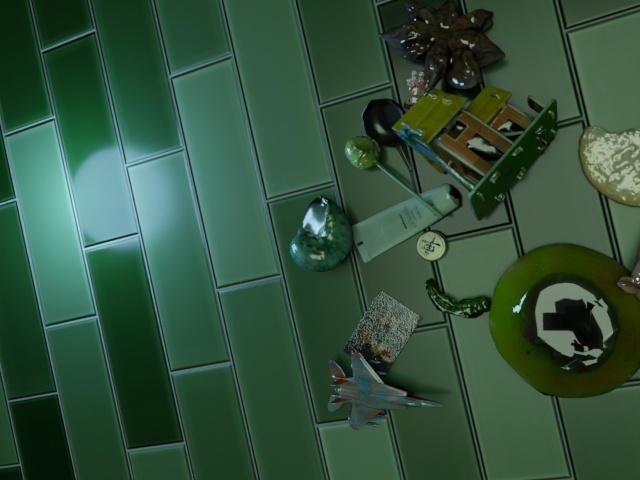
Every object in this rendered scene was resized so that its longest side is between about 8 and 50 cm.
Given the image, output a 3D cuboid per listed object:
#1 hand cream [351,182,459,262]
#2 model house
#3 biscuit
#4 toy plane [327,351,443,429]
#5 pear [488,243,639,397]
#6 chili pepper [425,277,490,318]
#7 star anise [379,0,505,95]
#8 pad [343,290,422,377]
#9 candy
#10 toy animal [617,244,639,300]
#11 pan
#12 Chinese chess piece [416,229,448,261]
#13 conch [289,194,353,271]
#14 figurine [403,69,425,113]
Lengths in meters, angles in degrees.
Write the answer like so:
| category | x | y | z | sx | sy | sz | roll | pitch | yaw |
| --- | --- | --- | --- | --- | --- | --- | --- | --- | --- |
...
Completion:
| category | x | y | z | sx | sy | sz | roll | pitch | yaw |
| --- | --- | --- | --- | --- | --- | --- | --- | --- | --- |
| hand cream | 0.225 | -0.055 | 1.829 | 0.321 | 0.067 | 0.109 | -29 | 84 | 23 |
| model house | 0.343 | -0.285 | 1.624 | 0.324 | 0.340 | 0.300 | 41 | 91 | 26 |
| biscuit | 0.743 | -0.188 | 1.642 | 0.265 | 0.040 | 0.188 | 41 | 107 | 14 |
| toy plane | 0.171 | 0.417 | 1.842 | 0.327 | 0.104 | 0.222 | 4 | 97 | 16 |
| pear | 0.602 | 0.203 | 1.629 | 0.399 | 0.165 | 0.398 | 1 | 93 | 16 |
| chili pepper | 0.356 | 0.161 | 1.793 | 0.182 | 0.050 | 0.073 | 18 | 106 | 21 |
| star anise | 0.301 | -0.493 | 1.706 | 0.316 | 0.108 | 0.315 | 2 | 66 | -5 |
| pad | 0.170 | 0.261 | 1.887 | 0.143 | 0.003 | 0.211 | 33 | 103 | 16 |
| candy | 0.196 | -0.164 | 1.791 | 0.092 | 0.093 | 0.335 | -37 | 66 | -25 |
| toy animal | 0.799 | 0.044 | 1.561 | 0.167 | 0.154 | 0.250 | 32 | 75 | 1 |
| pan | 0.186 | -0.286 | 1.829 | 0.129 | 0.048 | 0.201 | 4 | 117 | 39 |
| Chinese chess piece | 0.297 | 0.014 | 1.813 | 0.084 | 0.034 | 0.084 | 1 | 94 | 21 |
| conch | 0.000 | 0.003 | 1.873 | 0.202 | 0.134 | 0.196 | -41 | 39 | 22 |
| figurine | 0.259 | -0.383 | 1.802 | 0.072 | 0.054 | 0.129 | 8 | 88 | 5 |
